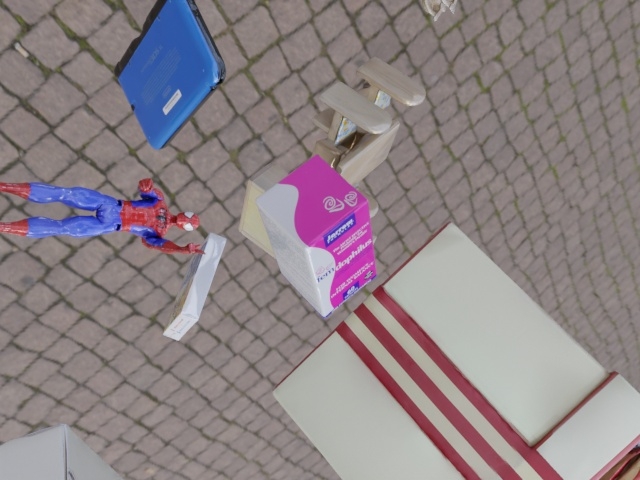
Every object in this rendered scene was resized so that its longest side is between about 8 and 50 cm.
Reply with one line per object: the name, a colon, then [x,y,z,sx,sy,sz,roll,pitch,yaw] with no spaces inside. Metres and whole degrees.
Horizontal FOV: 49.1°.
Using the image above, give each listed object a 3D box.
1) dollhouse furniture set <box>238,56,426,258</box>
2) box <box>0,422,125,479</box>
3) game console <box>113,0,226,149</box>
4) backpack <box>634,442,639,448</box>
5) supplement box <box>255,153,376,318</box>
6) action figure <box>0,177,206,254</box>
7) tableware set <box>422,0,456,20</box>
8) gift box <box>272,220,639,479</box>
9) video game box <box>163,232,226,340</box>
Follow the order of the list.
dollhouse furniture set: [0.065,-0.100,1.437,0.394,0.256,0.362,-42,162,-37]
box: [-0.253,0.305,0.735,0.113,0.094,0.275,-20,139,-1]
game console: [-0.222,-0.335,1.207,0.173,0.250,0.293,-24,176,-37]
backpack: [0.354,0.309,0.893,0.158,0.173,0.117,-27,165,30]
supplement box: [0.000,0.000,1.004,0.111,0.114,0.220,-38,151,-14]
action figure: [-0.249,-0.032,0.841,0.280,0.139,0.091,3,88,-44]
tableware set: [0.203,-0.485,1.280,0.141,0.020,0.168,-50,119,-39]
gift box: [0.155,0.162,0.667,0.255,0.258,0.276,-45,159,8]
video game box: [-0.285,0.106,1.582,0.048,0.205,0.187,22,151,-13]
